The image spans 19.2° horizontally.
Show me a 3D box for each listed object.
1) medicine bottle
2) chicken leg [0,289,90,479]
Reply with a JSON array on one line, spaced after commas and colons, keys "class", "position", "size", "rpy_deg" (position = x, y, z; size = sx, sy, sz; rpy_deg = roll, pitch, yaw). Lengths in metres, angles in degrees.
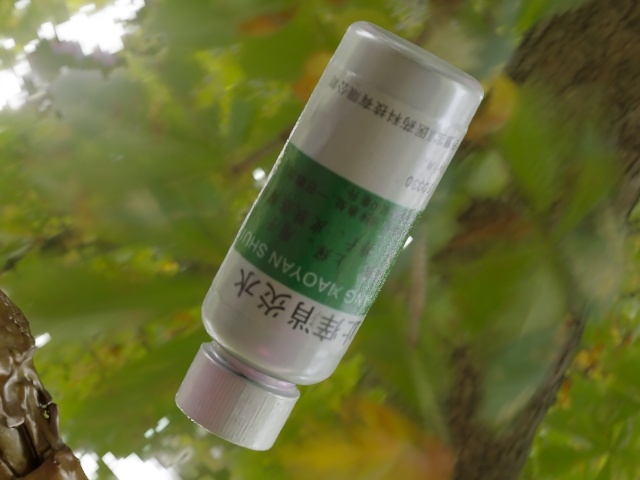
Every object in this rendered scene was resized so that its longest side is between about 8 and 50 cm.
[{"class": "medicine bottle", "position": [0.000, 0.000, 1.138], "size": [0.095, 0.095, 0.260], "rpy_deg": [30, -78, 9]}, {"class": "chicken leg", "position": [-0.099, 0.126, 0.742], "size": [0.107, 0.087, 0.251], "rpy_deg": [-27, -82, 0]}]
